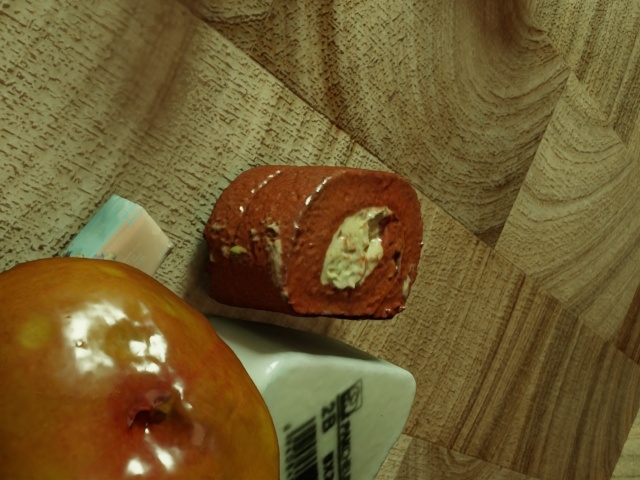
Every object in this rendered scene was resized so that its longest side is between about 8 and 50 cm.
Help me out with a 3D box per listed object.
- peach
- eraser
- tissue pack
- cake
[{"bbox_3d":[-0.189,0.181,0.732,0.343,0.302,0.342,24,47,-29],"label":"peach"},{"bbox_3d":[-0.053,0.216,1.072,0.331,0.150,0.331,-20,119,-42],"label":"eraser"},{"bbox_3d":[-0.199,0.013,0.884,0.094,0.059,0.074,-54,136,-20],"label":"tissue pack"},{"bbox_3d":[0.000,0.000,1.046,0.283,0.151,0.176,8,87,-50],"label":"cake"}]
